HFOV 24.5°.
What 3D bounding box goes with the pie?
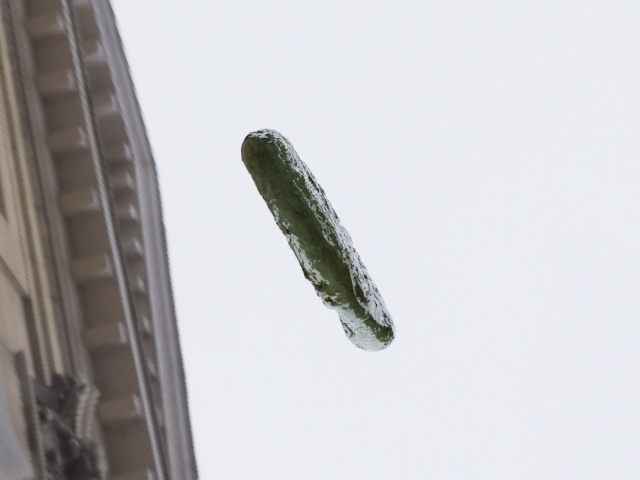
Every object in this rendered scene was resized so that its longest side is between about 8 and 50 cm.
[{"bbox_3d":[0.000,0.000,0.488,0.017,0.085,0.085,-29,-118,5],"label":"pie"}]
